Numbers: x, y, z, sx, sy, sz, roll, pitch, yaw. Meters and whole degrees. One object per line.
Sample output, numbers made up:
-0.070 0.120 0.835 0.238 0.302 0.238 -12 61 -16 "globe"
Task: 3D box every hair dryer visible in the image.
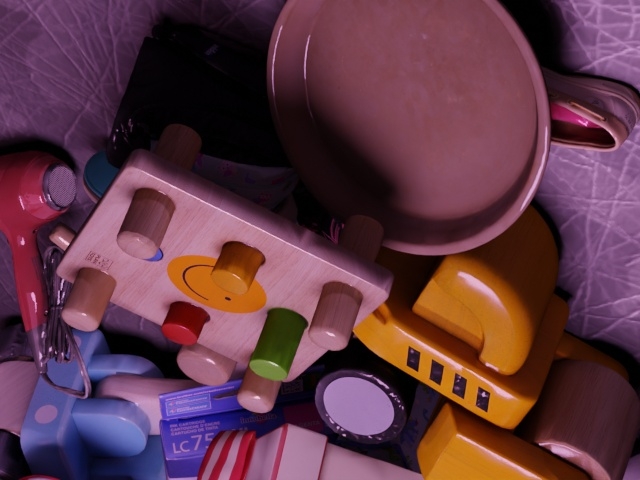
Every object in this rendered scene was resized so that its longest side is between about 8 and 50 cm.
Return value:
-0.320 0.013 1.868 0.293 0.080 0.223 42 113 23 "hair dryer"

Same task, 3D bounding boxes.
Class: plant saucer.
0.078 -0.121 1.513 0.278 0.041 0.278 15 120 28 "plant saucer"

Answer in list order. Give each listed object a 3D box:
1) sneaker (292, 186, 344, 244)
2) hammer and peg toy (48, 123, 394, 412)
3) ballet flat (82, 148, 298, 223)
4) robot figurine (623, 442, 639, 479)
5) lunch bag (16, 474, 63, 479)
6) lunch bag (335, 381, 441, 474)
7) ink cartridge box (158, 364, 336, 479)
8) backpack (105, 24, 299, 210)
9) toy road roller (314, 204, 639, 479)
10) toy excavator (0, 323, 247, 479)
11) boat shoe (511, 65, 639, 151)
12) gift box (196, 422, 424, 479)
0.000 0.000 1.750 0.047 0.057 0.119 -2 131 35 "sneaker"
-0.119 0.050 1.616 0.266 0.127 0.361 27 150 -12 "hammer and peg toy"
-0.129 -0.033 1.767 0.248 0.086 0.086 14 140 30 "ballet flat"
0.360 0.321 1.741 0.173 0.278 0.209 14 109 -29 "robot figurine"
-0.268 0.384 1.965 0.293 0.120 0.258 33 145 -22 "lunch bag"
0.089 0.220 1.882 0.096 0.129 0.151 0 136 31 "lunch bag"
-0.075 0.259 1.920 0.186 0.065 0.311 -8 139 -6 "ink cartridge box"
-0.099 -0.103 1.642 0.182 0.152 0.115 18 148 -6 "backpack"
0.173 0.102 1.652 0.329 0.202 0.240 30 131 0 "toy road roller"
-0.199 0.205 2.018 0.445 0.222 0.433 -1 134 13 "toy excavator"
0.187 -0.112 1.508 0.170 0.059 0.063 8 138 24 "boat shoe"
-0.025 0.345 1.729 0.258 0.255 0.276 21 151 -18 "gift box"
